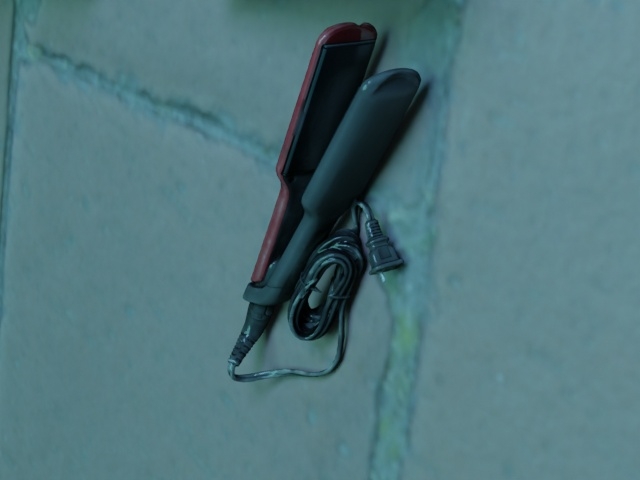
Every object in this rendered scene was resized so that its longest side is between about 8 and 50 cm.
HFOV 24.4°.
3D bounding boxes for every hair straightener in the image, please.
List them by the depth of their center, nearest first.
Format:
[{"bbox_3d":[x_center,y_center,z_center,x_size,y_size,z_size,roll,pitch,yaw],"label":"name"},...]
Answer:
[{"bbox_3d":[0.000,0.000,0.802,0.089,0.047,0.230,48,128,33],"label":"hair straightener"}]
